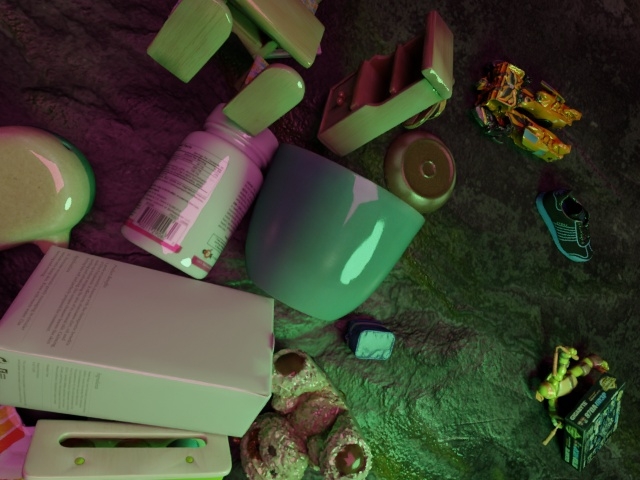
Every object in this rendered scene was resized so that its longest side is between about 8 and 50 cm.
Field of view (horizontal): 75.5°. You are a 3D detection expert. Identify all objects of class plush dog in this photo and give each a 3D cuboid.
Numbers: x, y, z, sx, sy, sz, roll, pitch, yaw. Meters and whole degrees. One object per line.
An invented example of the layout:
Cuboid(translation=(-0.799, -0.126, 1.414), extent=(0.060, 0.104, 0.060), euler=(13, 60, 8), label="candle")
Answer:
Cuboid(translation=(-0.052, 0.364, 0.784), extent=(0.226, 0.210, 0.262), euler=(-36, 72, -4), label="plush dog")

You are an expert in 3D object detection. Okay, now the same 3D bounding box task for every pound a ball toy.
Cuboid(translation=(-0.326, 0.376, 0.632), extent=(0.320, 0.135, 0.208), euler=(13, 107, -25), label="pound a ball toy")

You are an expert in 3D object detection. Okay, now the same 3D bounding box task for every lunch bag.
Cuboid(translation=(0.100, 0.210, 0.883), extent=(0.099, 0.065, 0.067), euler=(11, 100, -21), label="lunch bag")

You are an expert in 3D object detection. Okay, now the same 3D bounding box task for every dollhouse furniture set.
Cuboid(translation=(0.002, -0.357, 0.684), extent=(0.394, 0.257, 0.361), euler=(35, 51, -31), label="dollhouse furniture set")

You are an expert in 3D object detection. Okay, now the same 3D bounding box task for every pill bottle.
Cuboid(translation=(-0.202, -0.088, 0.732), extent=(0.160, 0.160, 0.282), euler=(34, 77, -16), label="pill bottle")

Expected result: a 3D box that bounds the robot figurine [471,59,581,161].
Cuboid(translation=(0.516, -0.333, 1.047), extent=(0.291, 0.085, 0.210), euler=(25, 79, -18), label="robot figurine")

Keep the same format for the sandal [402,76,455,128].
Cuboid(translation=(0.262, -0.318, 0.969), extent=(0.180, 0.072, 0.049), euler=(-50, 126, -19), label="sandal")

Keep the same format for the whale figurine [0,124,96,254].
Cuboid(translation=(-0.485, -0.059, 0.660), extent=(0.272, 0.141, 0.216), euler=(-43, 104, 8), label="whale figurine")

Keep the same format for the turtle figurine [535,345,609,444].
Cuboid(translation=(0.625, 0.374, 1.059), extent=(0.218, 0.087, 0.269), euler=(-5, 101, -25), label="turtle figurine")

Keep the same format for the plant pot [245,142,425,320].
Cuboid(translation=(0.000, 0.000, 0.747), extent=(0.293, 0.293, 0.235), euler=(28, 92, -17), label="plant pot")

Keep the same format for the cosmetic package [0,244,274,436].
Cuboid(translation=(-0.268, 0.164, 0.652), extent=(0.366, 0.196, 0.155), euler=(18, 127, -17), label="cosmetic package")

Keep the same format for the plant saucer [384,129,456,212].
Cuboid(translation=(0.244, -0.164, 0.966), extent=(0.199, 0.036, 0.198), euler=(1, 88, -19), label="plant saucer")

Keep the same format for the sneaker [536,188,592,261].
Cuboid(translation=(0.664, -0.036, 1.086), extent=(0.081, 0.090, 0.232), euler=(-44, 102, -17), label="sneaker")

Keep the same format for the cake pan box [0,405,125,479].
Cuboid(translation=(-0.440, 0.315, 0.678), extent=(0.246, 0.070, 0.266), euler=(9, 84, -23), label="cake pan box")

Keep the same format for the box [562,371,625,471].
Cuboid(translation=(0.691, 0.464, 1.050), extent=(0.175, 0.051, 0.220), euler=(-35, 126, -18), label="box")

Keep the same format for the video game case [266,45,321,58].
Cuboid(translation=(-0.080, -0.464, 0.867), extent=(0.143, 0.019, 0.157), euler=(-13, 93, -20), label="video game case")
